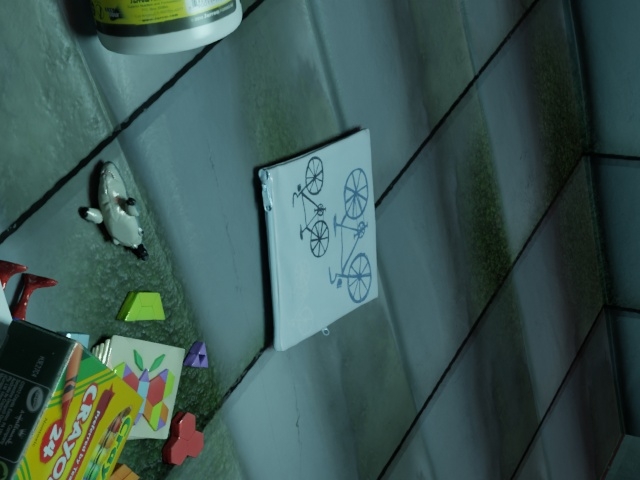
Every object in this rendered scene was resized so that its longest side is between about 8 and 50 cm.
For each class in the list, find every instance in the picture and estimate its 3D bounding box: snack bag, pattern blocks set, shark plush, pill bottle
[{"bbox_3d":[0.000,0.000,2.127,0.342,0.037,0.323,-28,119,-54],"label":"snack bag"},{"bbox_3d":[-0.258,0.212,1.761,0.324,0.026,0.286,-9,104,-57],"label":"pattern blocks set"},{"bbox_3d":[-0.253,-0.031,1.692,0.161,0.073,0.067,54,22,-43],"label":"shark plush"},{"bbox_3d":[-0.212,-0.410,1.542,0.188,0.187,0.334,-39,129,-48],"label":"pill bottle"}]

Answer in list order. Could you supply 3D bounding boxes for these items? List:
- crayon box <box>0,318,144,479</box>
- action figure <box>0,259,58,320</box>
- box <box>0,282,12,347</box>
[{"bbox_3d":[-0.296,0.231,1.411,0.318,0.081,0.202,69,41,-70],"label":"crayon box"},{"bbox_3d":[-0.362,0.173,1.484,0.091,0.139,0.280,34,70,-55],"label":"action figure"},{"bbox_3d":[-0.427,0.091,1.317,0.130,0.170,0.091,-44,133,-46],"label":"box"}]
